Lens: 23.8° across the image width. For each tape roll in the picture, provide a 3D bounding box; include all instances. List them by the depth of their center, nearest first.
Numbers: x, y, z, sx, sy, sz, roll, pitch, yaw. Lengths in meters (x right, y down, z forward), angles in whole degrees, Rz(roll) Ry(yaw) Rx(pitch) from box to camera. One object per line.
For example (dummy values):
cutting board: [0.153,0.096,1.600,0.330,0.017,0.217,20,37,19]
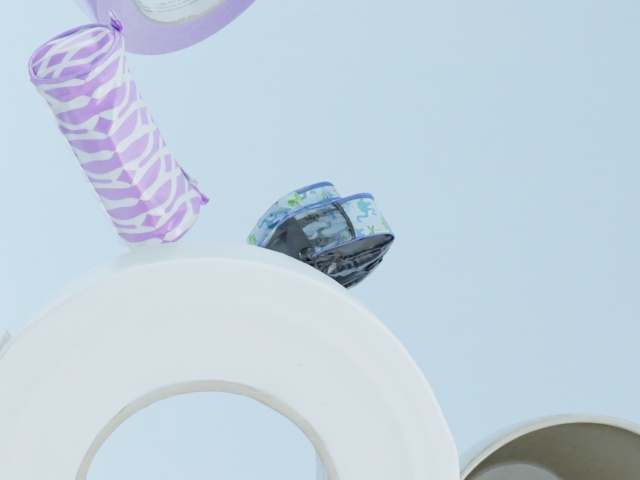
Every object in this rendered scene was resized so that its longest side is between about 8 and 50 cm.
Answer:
tape roll: [-0.067,0.143,0.865,0.100,0.286,0.286,-131,-141,-81]
tape roll: [-0.149,-0.332,1.621,0.090,0.274,0.275,47,-54,23]

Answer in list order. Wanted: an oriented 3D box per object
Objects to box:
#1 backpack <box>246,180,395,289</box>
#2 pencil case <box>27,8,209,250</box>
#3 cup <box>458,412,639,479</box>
backpack: [0.000,0.000,1.305,0.084,0.114,0.105,61,-36,19]
pencil case: [-0.164,-0.083,1.251,0.086,0.088,0.206,55,-8,49]
cup: [0.238,0.337,1.628,0.237,0.331,0.331,-176,-101,-80]
